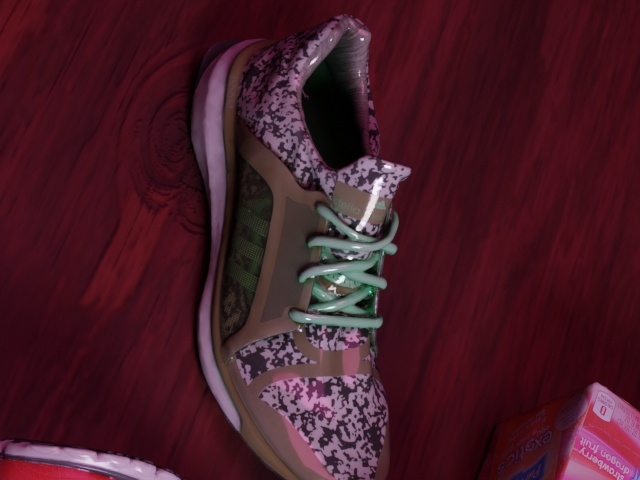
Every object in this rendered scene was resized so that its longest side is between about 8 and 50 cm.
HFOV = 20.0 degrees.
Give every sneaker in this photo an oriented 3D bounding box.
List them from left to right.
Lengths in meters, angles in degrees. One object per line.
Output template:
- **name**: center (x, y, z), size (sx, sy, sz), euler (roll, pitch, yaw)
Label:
- **sneaker**: center (-0.128, 0.230, 1.263), size (0.279, 0.107, 0.118), euler (45, 57, -38)
- **sneaker**: center (0.000, 0.000, 1.433), size (0.158, 0.182, 0.410), euler (1, 70, -34)

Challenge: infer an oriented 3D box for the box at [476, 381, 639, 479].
- **box**: center (0.276, 0.274, 1.525), size (0.300, 0.142, 0.154), euler (36, 55, -16)
